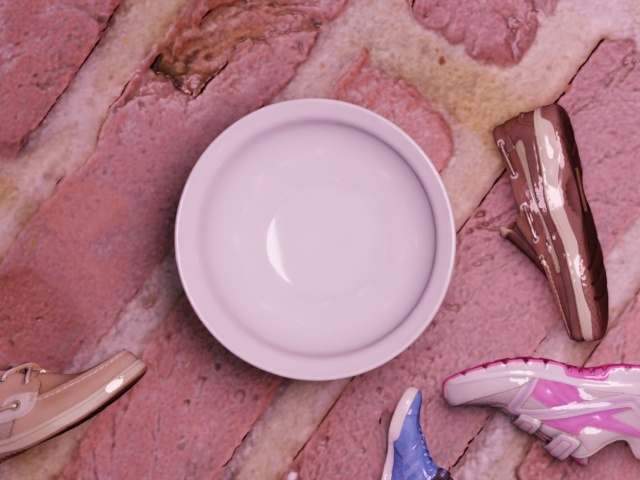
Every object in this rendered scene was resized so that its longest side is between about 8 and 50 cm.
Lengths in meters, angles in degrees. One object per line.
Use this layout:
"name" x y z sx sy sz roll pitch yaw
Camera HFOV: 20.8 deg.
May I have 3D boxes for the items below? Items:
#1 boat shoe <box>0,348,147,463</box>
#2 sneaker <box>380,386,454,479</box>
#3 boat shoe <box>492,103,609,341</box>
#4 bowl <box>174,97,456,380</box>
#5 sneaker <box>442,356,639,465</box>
"boat shoe" -0.337 0.185 1.931 0.302 0.109 0.098 -28 87 12
"sneaker" 0.113 0.239 1.892 0.085 0.058 0.152 13 95 13
"boat shoe" 0.242 -0.013 1.873 0.095 0.095 0.257 -13 82 21
"bowl" 0.000 0.000 1.873 0.298 0.134 0.297 0 89 7
"sneaker" 0.254 0.183 1.854 0.252 0.103 0.111 4 88 8
